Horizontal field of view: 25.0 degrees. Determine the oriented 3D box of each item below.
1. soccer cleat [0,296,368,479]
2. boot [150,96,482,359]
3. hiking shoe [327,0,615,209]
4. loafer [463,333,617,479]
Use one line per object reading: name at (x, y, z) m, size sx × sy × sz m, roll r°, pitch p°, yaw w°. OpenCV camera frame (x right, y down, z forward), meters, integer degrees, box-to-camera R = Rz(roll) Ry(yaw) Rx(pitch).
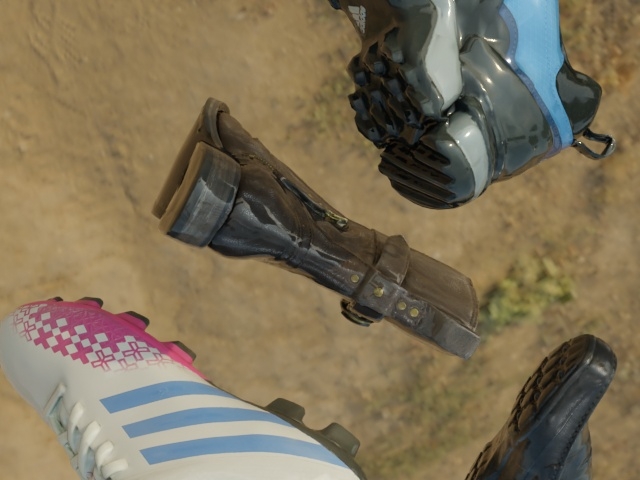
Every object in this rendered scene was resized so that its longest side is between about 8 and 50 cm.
soccer cleat at (-0.126, 0.143, 0.997) m, size 0.143 × 0.331 × 0.116 m, roll -47°, pitch 145°, yaw -36°
boot at (0.000, 0.000, 1.029) m, size 0.229 × 0.263 × 0.091 m, roll 26°, pitch 104°, yaw -12°
hiking shoe at (0.061, -0.174, 0.804) m, size 0.132 × 0.113 × 0.304 m, roll -20°, pitch 98°, yaw -25°
loafer at (0.172, 0.156, 1.079) m, size 0.078 × 0.076 × 0.223 m, roll 25°, pitch 130°, yaw 1°
